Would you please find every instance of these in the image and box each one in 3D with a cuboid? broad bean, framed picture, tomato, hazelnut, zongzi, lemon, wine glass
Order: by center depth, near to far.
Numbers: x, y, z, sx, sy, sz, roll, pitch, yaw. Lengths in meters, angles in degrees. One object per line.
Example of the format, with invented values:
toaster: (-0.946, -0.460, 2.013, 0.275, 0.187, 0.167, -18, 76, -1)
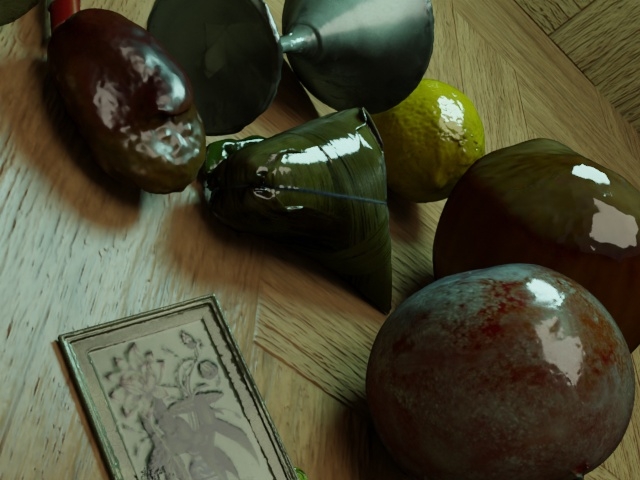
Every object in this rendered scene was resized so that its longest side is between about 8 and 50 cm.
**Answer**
framed picture: (-0.130, 0.169, 0.949, 0.173, 0.010, 0.231, -16, 70, -33)
broad bean: (-0.214, -0.157, 1.131, 0.229, 0.122, 0.156, 56, 26, 12)
tomato: (0.213, 0.174, 1.207, 0.316, 0.316, 0.283, -6, 86, -58)
zongzi: (0.000, 0.000, 1.304, 0.286, 0.138, 0.300, -30, 112, -50)
broad bean: (-0.101, -0.110, 1.324, 0.195, 0.046, 0.061, -27, 94, -56)
wine glass: (-0.042, -0.273, 1.403, 0.267, 0.267, 0.406, 56, 34, 4)
hazelnut: (0.319, 0.032, 1.468, 0.365, 0.365, 0.366, 36, 33, -29)
lemon: (0.170, -0.163, 1.629, 0.192, 0.192, 0.231, 35, 28, -30)

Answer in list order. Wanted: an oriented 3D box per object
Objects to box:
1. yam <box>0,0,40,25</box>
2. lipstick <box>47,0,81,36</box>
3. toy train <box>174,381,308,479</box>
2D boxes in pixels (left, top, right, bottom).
yam: (-0.381, -0.337, 1.096, 0.107, 0.107, 0.194, -1, 59, -56)
lipstick: (-0.319, -0.345, 1.239, 0.068, 0.061, 0.274, 27, 38, -43)
toy train: (-0.055, 0.248, 1.001, 0.250, 0.053, 0.085, 48, 35, -11)
